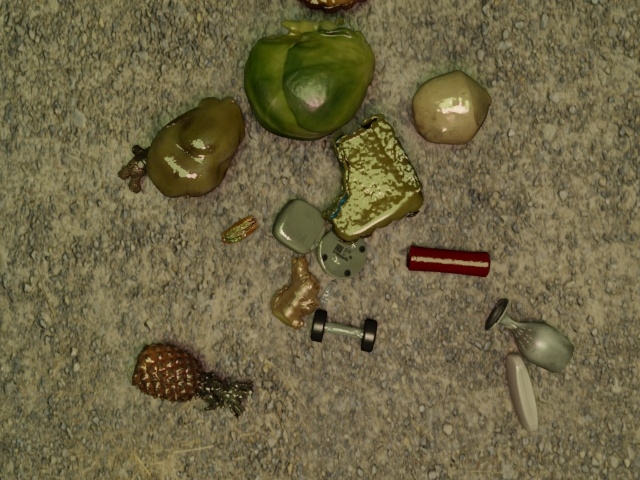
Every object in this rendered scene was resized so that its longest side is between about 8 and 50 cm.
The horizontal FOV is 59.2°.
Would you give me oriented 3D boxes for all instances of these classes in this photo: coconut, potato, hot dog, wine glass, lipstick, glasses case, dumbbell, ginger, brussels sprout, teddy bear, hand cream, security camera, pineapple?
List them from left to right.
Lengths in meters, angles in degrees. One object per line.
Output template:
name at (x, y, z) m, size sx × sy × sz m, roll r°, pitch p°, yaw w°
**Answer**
teddy bear at (-0.551, -0.229, 1.721) m, size 0.160 × 0.078 × 0.119 m, roll -44°, pitch 86°, yaw 5°
pineapple at (-0.381, 0.426, 1.707) m, size 0.361 × 0.175 × 0.175 m, roll 17°, pitch 93°, yaw -6°
potato at (-0.356, -0.276, 1.654) m, size 0.218 × 0.202 × 0.351 m, roll 29°, pitch 81°, yaw 13°
hot dog at (-0.249, -0.028, 1.728) m, size 0.133 × 0.041 × 0.056 m, roll -32°, pitch 90°, yaw 4°
ginger at (-0.064, 0.161, 1.712) m, size 0.137 × 0.074 × 0.213 m, roll 27°, pitch 88°, yaw 2°
brussels sprout at (-0.024, -0.438, 1.591) m, size 0.371 × 0.276 × 0.315 m, roll -19°, pitch 78°, yaw -3°
security camera at (0.000, 0.000, 1.700) m, size 0.301 × 0.080 × 0.157 m, roll 33°, pitch 78°, yaw -9°
hand cream at (0.023, 0.160, 1.732) m, size 0.030 × 0.019 × 0.093 m, roll 30°, pitch 96°, yaw 3°
dumbbell at (0.070, 0.270, 1.692) m, size 0.191 × 0.100 × 0.100 m, roll 11°, pitch 93°, yaw 3°
lipstick at (0.379, 0.062, 1.675) m, size 0.241 × 0.080 × 0.080 m, roll 5°, pitch 93°, yaw 3°
coconut at (0.374, -0.370, 1.599) m, size 0.224 × 0.224 × 0.224 m, roll 0°, pitch 92°, yaw 4°
glasses case at (0.597, 0.450, 1.671) m, size 0.059 × 0.092 × 0.233 m, roll -12°, pitch 90°, yaw -1°
wine glass at (0.610, 0.280, 1.648) m, size 0.241 × 0.126 × 0.126 m, roll 33°, pitch 94°, yaw 5°

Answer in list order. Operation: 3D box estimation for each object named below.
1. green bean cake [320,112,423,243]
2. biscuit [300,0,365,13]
green bean cake at (0.115, -0.167, 1.616) m, size 0.285 × 0.202 × 0.310 m, roll -23°, pitch 88°, yaw 2°
biscuit at (0.038, -0.823, 1.647) m, size 0.325 × 0.107 × 0.326 m, roll 0°, pitch 89°, yaw 5°
